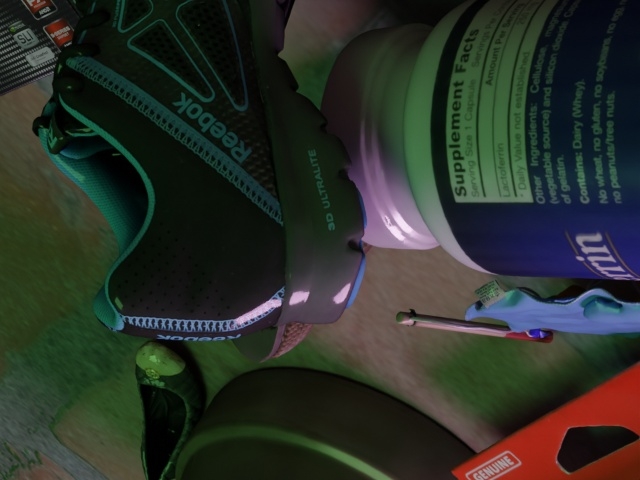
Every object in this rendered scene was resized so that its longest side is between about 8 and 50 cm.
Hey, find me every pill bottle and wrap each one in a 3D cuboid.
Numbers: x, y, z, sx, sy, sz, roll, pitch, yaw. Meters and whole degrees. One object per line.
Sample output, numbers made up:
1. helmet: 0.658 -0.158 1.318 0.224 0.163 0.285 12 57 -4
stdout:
1. pill bottle: 0.138 -0.056 0.758 0.264 0.153 0.153 1 130 38

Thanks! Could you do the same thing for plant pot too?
1. plant pot: -0.023 0.313 1.166 0.323 0.280 0.323 22 141 19

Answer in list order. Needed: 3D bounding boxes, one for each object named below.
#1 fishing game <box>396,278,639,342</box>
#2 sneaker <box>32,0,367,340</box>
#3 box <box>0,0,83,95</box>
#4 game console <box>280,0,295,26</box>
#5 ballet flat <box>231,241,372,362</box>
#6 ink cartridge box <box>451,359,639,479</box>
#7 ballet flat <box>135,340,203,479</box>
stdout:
1. fishing game: 0.173 0.034 0.850 0.189 0.041 0.264 8 169 -36
2. sneaker: -0.087 -0.109 0.781 0.125 0.139 0.341 119 136 -60
3. box: -0.269 -0.197 1.004 0.270 0.060 0.216 -13 121 44
4. game console: -0.041 -0.191 0.828 0.071 0.107 0.122 9 143 -11
5. ballet flat: 0.000 0.000 1.013 0.084 0.058 0.250 50 140 19
6. ink cartridge box: 0.229 0.207 0.961 0.239 0.060 0.275 42 142 -4
7. ballet flat: -0.132 0.150 1.266 0.057 0.049 0.173 19 139 20
